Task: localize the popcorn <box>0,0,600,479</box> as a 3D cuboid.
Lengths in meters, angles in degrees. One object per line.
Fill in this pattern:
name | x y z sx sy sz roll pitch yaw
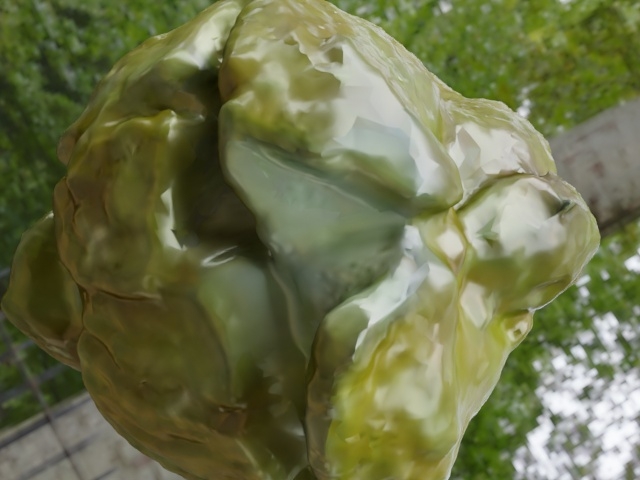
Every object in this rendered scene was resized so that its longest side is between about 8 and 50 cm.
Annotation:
popcorn | -0.001 -0.003 0.693 0.225 0.276 0.276 12 -47 37
